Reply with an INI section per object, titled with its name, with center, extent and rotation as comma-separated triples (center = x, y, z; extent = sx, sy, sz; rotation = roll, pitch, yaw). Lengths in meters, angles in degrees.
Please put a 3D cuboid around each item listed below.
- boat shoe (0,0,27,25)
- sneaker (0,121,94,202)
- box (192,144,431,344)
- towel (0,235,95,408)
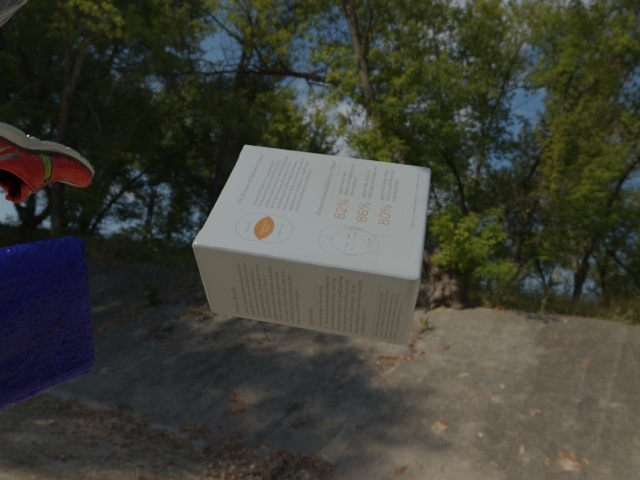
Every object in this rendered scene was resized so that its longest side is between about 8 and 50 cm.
[boat shoe]
center = -0.534, -0.390, 0.809
extent = 0.083, 0.226, 0.075
rotation = 43, 12, -40
[sneaker]
center = -0.533, -0.123, 0.919
extent = 0.108, 0.118, 0.279
rotation = -4, -7, 18
[box]
center = 0.000, 0.000, 0.435
extent = 0.171, 0.130, 0.091
rotation = 9, -42, 9
[towel]
center = -0.426, 0.131, 0.624
extent = 0.076, 0.227, 0.308
rotation = 20, 24, 29
